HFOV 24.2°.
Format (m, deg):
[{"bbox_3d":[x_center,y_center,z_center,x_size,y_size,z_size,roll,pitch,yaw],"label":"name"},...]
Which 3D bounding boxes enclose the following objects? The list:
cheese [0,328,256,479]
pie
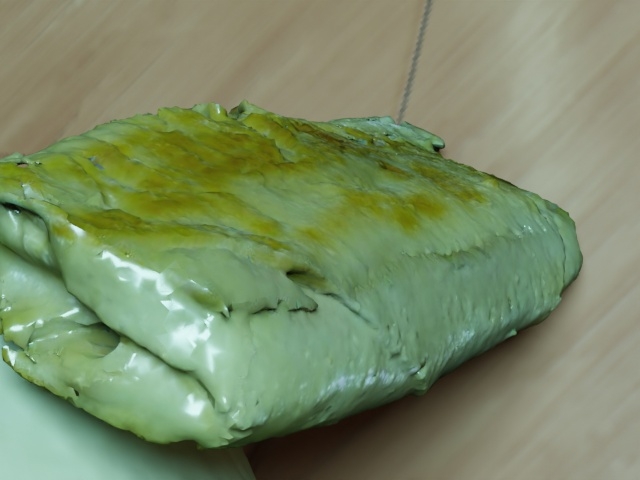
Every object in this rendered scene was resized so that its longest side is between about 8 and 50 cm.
[{"bbox_3d":[-0.159,0.167,0.479,0.332,0.292,0.153,-38,64,16],"label":"cheese"},{"bbox_3d":[0.000,0.000,0.494,0.128,0.282,0.068,34,114,20],"label":"pie"}]
